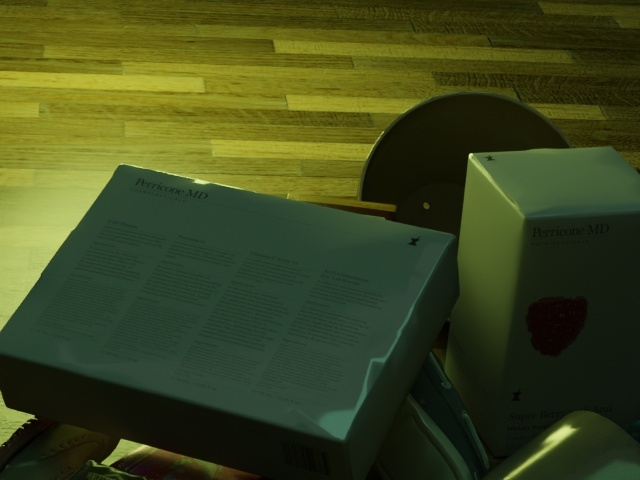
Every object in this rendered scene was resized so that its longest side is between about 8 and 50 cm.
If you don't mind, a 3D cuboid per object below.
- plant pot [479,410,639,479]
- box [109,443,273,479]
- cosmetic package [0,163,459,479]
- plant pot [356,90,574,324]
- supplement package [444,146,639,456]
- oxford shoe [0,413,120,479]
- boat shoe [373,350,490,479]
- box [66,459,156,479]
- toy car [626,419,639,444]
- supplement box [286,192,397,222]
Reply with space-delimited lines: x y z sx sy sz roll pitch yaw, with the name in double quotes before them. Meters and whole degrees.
"plant pot" 0.166 0.319 1.729 0.274 0.256 0.256 -24 34 -19
"box" -0.081 0.242 1.950 0.128 0.122 0.257 20 29 31
"cosmetic package" -0.088 0.079 1.940 0.377 0.097 0.284 13 49 21
"plant pot" 0.172 -0.024 2.440 0.284 0.284 0.191 1 -10 -8
"supplement package" 0.256 0.064 2.184 0.177 0.293 0.175 -4 26 -16
"oxford shoe" -0.283 0.263 1.926 0.130 0.123 0.348 40 34 10
"boat shoe" 0.074 0.148 2.066 0.099 0.116 0.319 -6 62 -58
"box" -0.123 0.304 1.752 0.220 0.175 0.051 15 30 19
"toy car" 0.463 0.166 2.069 0.219 0.238 0.210 -5 27 -18
"supplement box" 0.007 0.077 2.231 0.129 0.191 0.194 7 25 5
